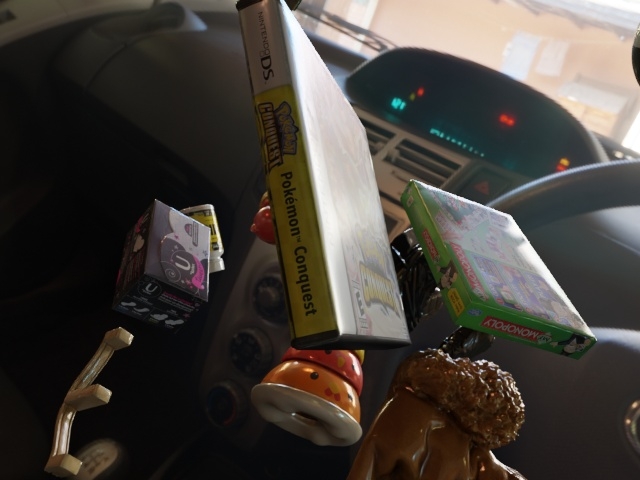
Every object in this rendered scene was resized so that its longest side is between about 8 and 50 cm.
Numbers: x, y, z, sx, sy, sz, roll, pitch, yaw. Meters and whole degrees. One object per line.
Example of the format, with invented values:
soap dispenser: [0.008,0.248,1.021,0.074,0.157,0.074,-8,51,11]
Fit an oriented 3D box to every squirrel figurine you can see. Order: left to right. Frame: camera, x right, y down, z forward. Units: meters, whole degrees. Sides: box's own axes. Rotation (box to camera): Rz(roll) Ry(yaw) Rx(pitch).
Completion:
squirrel figurine: [0.295,0.435,1.165,0.370,0.397,0.281,22,-10,16]

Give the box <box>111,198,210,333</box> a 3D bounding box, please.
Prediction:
box: [-0.354,0.057,1.284,0.163,0.142,0.247,30,32,-31]

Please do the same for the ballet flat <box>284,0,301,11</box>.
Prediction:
ballet flat: [-0.038,-0.476,0.991,0.086,0.086,0.248,12,-8,-24]

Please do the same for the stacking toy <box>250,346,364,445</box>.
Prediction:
stacking toy: [0.020,0.362,1.762,0.350,0.351,0.480,22,58,1]

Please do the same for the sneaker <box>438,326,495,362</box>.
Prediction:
sneaker: [0.451,0.329,1.774,0.130,0.286,0.109,24,8,-39]

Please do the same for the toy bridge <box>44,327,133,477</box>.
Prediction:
toy bridge: [-0.287,0.192,0.685,0.026,0.063,0.188,47,35,-34]

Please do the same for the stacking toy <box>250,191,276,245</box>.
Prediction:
stacking toy: [0.000,0.000,1.376,0.308,0.280,0.130,-11,25,21]

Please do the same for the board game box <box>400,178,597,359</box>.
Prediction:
board game box: [0.257,0.030,0.865,0.213,0.046,0.317,17,31,-18]

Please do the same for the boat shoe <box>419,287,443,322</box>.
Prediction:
boat shoe: [0.158,0.157,1.378,0.324,0.123,0.116,-8,46,-36]

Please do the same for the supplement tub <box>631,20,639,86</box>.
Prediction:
supplement tub: [0.572,-0.294,0.801,0.207,0.207,0.338,30,38,20]

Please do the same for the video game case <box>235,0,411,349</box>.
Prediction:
video game case: [0.018,-0.031,0.486,0.035,0.248,0.275,-15,-15,16]

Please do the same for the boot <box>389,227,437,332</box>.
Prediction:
boot: [0.168,0.096,1.206,0.094,0.246,0.207,32,9,-9]

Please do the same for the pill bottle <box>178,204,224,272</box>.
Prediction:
pill bottle: [-0.373,0.000,1.762,0.119,0.209,0.119,-13,0,0]
